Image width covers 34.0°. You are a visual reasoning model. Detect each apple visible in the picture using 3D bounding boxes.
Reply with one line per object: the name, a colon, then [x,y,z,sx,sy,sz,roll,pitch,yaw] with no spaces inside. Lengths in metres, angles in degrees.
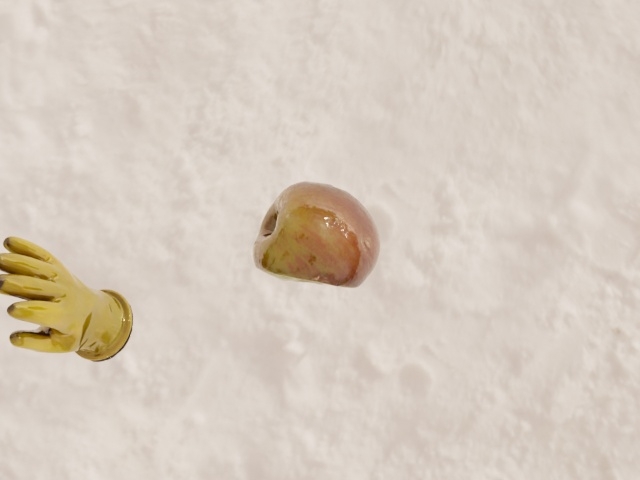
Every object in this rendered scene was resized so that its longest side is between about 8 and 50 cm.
apple: [0.000,0.000,1.530,0.173,0.195,0.160,29,88,-17]

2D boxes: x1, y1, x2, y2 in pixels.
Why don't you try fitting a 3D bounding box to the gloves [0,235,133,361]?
gloves: [-0.399,0.089,1.554,0.116,0.294,0.133,-32,64,7]
